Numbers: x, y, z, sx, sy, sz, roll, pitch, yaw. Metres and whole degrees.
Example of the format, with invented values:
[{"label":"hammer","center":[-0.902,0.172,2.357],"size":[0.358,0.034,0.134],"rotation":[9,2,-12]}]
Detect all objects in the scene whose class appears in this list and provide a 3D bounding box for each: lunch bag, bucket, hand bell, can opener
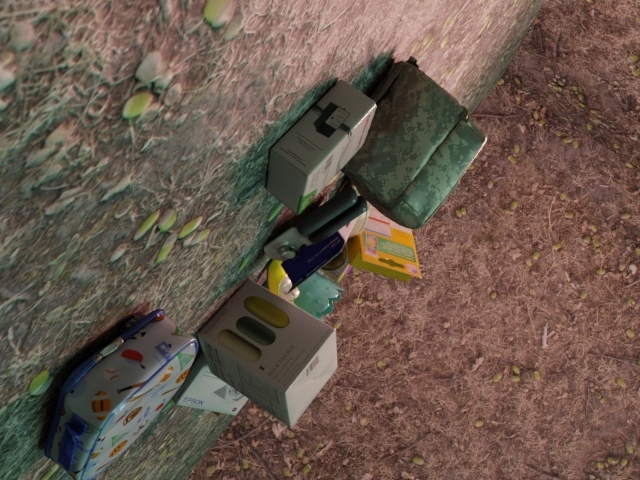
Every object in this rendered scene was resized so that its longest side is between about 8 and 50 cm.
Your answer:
[{"label":"lunch bag","center":[-0.334,0.257,1.096],"size":[0.243,0.115,0.303],"rotation":[-41,166,-46]},{"label":"bucket","center":[-0.078,0.193,1.960],"size":[0.281,0.183,0.281],"rotation":[-52,172,-10]},{"label":"hand bell","center":[0.046,-0.012,2.167],"size":[0.126,0.126,0.242],"rotation":[-58,-177,28]},{"label":"lunch bag","center":[0.184,-0.221,1.507],"size":[0.305,0.256,0.212],"rotation":[-51,-151,0]},{"label":"can opener","center":[-0.020,-0.038,1.533],"size":[0.280,0.074,0.093],"rotation":[-31,-137,29]}]

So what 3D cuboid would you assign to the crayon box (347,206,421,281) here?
[{"label":"crayon box","center":[0.187,0.004,2.092],"size":[0.323,0.203,0.083],"rotation":[-93,-154,-49]}]

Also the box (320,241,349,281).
[{"label":"box","center":[0.110,0.002,2.415],"size":[0.243,0.117,0.213],"rotation":[-56,171,20]}]

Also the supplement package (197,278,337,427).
[{"label":"supplement package","center":[-0.122,0.270,1.622],"size":[0.199,0.263,0.198],"rotation":[-48,154,-29]}]

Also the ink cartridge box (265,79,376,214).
[{"label":"ink cartridge box","center":[0.000,-0.171,1.229],"size":[0.208,0.087,0.153],"rotation":[-48,170,-24]}]

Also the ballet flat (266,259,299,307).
[{"label":"ballet flat","center":[-0.090,0.157,1.760],"size":[0.077,0.077,0.231],"rotation":[-30,126,-47]}]

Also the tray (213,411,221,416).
[{"label":"tray","center":[-0.249,0.408,2.289],"size":[0.411,0.076,0.203],"rotation":[-58,171,34]}]

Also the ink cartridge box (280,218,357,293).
[{"label":"ink cartridge box","center":[0.004,-0.003,1.678],"size":[0.176,0.069,0.371],"rotation":[-39,-171,21]}]

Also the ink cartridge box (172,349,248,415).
[{"label":"ink cartridge box","center":[-0.250,0.359,1.792],"size":[0.223,0.045,0.224],"rotation":[26,102,-45]}]

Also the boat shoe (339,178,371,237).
[{"label":"boat shoe","center":[0.115,-0.147,1.919],"size":[0.117,0.096,0.324],"rotation":[-1,138,-25]}]
